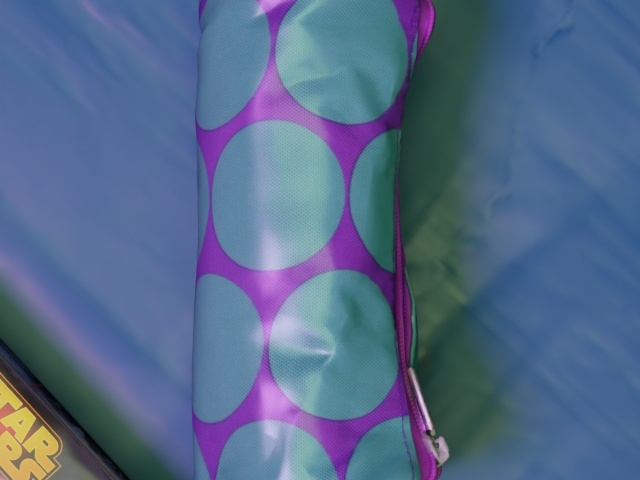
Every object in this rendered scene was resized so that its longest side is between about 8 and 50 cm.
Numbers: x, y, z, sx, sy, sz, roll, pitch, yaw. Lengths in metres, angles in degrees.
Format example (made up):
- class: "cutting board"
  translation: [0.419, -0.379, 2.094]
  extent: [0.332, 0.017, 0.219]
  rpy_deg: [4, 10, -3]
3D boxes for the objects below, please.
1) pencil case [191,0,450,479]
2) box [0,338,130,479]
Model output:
- class: "pencil case"
  translation: [0.000, 0.000, 0.427]
  extent: [0.070, 0.064, 0.152]
  rpy_deg: [-3, 85, 16]
- class: "box"
  translation: [-0.095, 0.091, 0.438]
  extent: [0.094, 0.027, 0.137]
  rpy_deg: [-44, 86, -4]
